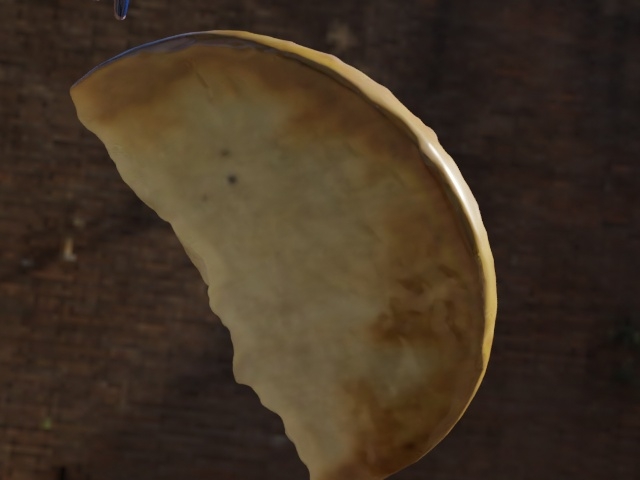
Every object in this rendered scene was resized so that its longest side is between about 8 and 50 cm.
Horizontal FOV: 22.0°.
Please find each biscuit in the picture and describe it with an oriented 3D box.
[{"bbox_3d":[0.000,0.000,0.978,0.204,0.309,0.040,-23,15,32],"label":"biscuit"}]

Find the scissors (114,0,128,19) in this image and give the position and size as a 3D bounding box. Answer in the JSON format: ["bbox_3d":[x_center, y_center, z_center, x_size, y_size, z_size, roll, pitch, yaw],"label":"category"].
[{"bbox_3d":[-0.174,-0.226,1.383,0.039,0.012,0.113,39,-27,6],"label":"scissors"}]
